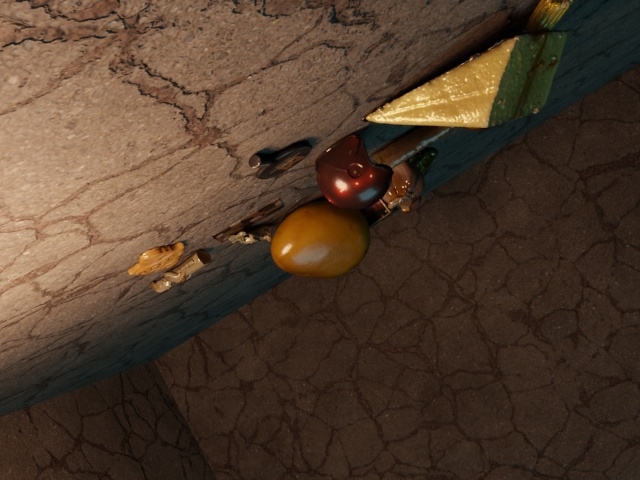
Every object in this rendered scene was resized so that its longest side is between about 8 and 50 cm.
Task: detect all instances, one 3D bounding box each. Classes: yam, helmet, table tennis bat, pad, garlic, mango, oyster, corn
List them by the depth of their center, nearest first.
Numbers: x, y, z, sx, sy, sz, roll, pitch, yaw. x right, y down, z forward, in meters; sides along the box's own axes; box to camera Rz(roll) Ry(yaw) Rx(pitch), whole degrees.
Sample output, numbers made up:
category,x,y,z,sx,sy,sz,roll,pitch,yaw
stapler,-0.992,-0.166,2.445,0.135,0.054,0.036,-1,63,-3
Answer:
category,x,y,z,sx,sy,sz,roll,pitch,yaw
corn,0.536,-0.536,1.483,0.085,0.063,0.165,-51,175,-3
table tennis bat,-0.102,-0.187,1.484,0.150,0.027,0.236,-33,175,22
helmet,0.088,-0.180,1.715,0.216,0.193,0.189,11,175,7
pad,-0.220,-0.060,1.948,0.235,0.003,0.158,-30,173,-1
yam,0.332,-0.335,1.994,0.357,0.081,0.081,-33,172,10
oyster,-0.229,-0.019,2.049,0.106,0.061,0.200,-9,177,6
mango,0.000,0.000,2.236,0.446,0.232,0.300,-4,127,-49
garlic,0.303,-0.203,2.283,0.160,0.191,0.214,-35,150,30

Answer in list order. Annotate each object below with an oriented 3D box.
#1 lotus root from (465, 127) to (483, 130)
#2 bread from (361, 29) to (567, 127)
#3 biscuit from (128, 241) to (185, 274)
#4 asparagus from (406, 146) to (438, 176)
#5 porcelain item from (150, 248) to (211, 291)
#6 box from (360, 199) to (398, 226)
category,x,y,z,sx,sy,sz,roll,pitch,yaw
lotus root,0.499,-0.411,1.860,0.314,0.141,0.169,-26,169,-30
bread,0.359,-0.410,1.581,0.405,0.242,0.346,13,-157,26
biscuit,-0.444,0.055,1.754,0.163,0.035,0.250,-26,174,1
asparagus,0.291,-0.228,2.444,0.382,0.108,0.128,-36,170,28
porcelain item,-0.442,0.103,1.979,0.213,0.054,0.084,-32,171,19
box,0.153,-0.117,2.402,0.240,0.159,0.071,-35,-178,39
